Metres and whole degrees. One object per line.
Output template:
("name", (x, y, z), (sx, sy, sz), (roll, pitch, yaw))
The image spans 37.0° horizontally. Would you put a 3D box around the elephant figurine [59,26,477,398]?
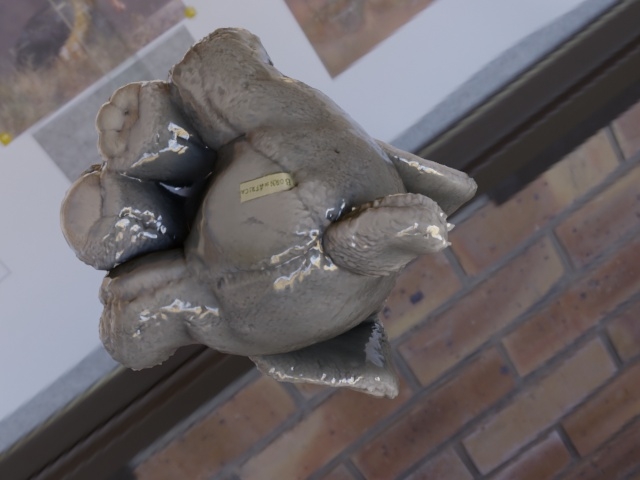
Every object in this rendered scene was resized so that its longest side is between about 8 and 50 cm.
("elephant figurine", (0.000, 0.000, 0.506), (0.169, 0.239, 0.186), (-37, 61, 17))
